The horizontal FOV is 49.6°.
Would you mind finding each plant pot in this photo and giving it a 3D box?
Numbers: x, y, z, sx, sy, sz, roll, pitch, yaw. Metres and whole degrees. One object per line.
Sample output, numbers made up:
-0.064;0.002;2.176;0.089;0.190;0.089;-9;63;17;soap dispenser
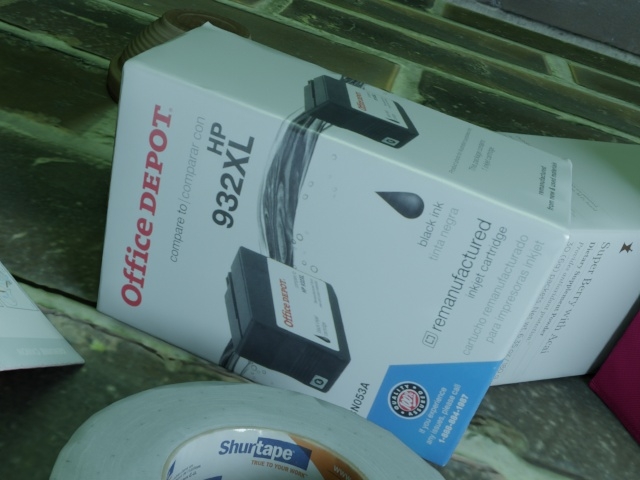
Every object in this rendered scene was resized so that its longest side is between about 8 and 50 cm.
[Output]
-0.164;-0.242;0.944;0.237;0.109;0.237;13;31;-8;plant pot

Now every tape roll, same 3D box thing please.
-0.031;0.159;0.361;0.219;0.072;0.219;13;16;-4;tape roll

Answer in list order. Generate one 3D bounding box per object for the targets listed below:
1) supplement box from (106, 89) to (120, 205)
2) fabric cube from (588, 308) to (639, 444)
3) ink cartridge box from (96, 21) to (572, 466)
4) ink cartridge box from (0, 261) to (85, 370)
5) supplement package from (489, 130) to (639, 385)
-0.079;-0.086;0.720;0.194;0.129;0.191;25;32;11;supplement box
0.437;0.108;0.555;0.254;0.258;0.259;1;35;-24;fabric cube
0.000;0.000;0.534;0.308;0.223;0.129;23;32;8;ink cartridge box
-0.284;0.004;0.405;0.239;0.060;0.275;48;-2;9;ink cartridge box
0.261;0.012;0.691;0.293;0.177;0.175;-1;35;-26;supplement package
